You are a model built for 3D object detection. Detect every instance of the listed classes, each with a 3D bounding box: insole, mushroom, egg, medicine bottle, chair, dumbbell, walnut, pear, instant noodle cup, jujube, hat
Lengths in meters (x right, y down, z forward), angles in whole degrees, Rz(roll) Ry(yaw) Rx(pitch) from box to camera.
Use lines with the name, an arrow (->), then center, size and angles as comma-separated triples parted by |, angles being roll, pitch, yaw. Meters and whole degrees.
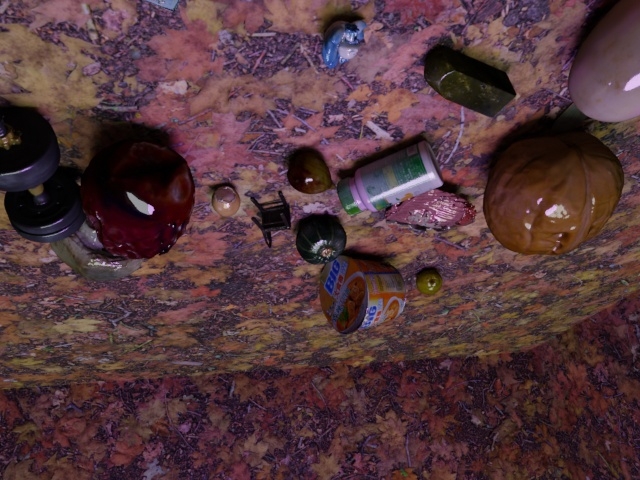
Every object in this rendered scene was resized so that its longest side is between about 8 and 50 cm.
insole -> 0.705, -0.387, 1.322 | 0.119, 0.009, 0.348 | 0, 150, -18
mushroom -> -0.643, 0.035, 1.526 | 0.267, 0.164, 0.190 | 16, 142, -39
egg -> -0.262, -0.105, 1.471 | 0.080, 0.080, 0.096 | -3, 151, -11
medicine bottle -> 0.185, -0.162, 1.449 | 0.274, 0.133, 0.133 | -20, 150, 21
chair -> -0.134, -0.054, 1.604 | 0.102, 0.084, 0.212 | -9, 152, 8
dumbbell -> -0.652, -0.137, 1.188 | 0.185, 0.185, 0.388 | -4, 151, -10
walnut -> 0.639, -0.121, 1.472 | 0.354, 0.307, 0.397 | -7, 150, 5
pear -> 0.446, 0.171, 2.171 | 0.107, 0.107, 0.131 | -10, 163, 1
instant noodle cup -> 0.163, 0.194, 1.964 | 0.214, 0.296, 0.296 | -1, 152, -35
jujube -> -0.440, -0.093, 1.284 | 0.259, 0.258, 0.377 | 1, 162, -18
hat -> 0.365, -0.088, 1.664 | 0.287, 0.107, 0.237 | 7, 158, -19

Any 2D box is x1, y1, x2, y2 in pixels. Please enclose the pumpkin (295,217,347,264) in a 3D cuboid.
pumpkin -> 0.000, 0.002, 1.699 | 0.167, 0.125, 0.167 | -23, 142, -19

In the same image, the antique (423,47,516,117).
antique -> 0.329, -0.358, 1.190 | 0.221, 0.081, 0.080 | 10, 144, -30

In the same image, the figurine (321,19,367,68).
figurine -> 0.041, -0.384, 1.053 | 0.114, 0.079, 0.114 | -51, 169, -15

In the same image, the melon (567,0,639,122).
melon -> 0.664, -0.385, 1.091 | 0.223, 0.223, 0.317 | 3, 146, -21

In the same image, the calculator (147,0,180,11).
calculator -> -0.324, -0.442, 0.905 | 0.172, 0.018, 0.057 | 10, 144, -30

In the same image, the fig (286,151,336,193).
fig -> -0.014, -0.169, 1.407 | 0.155, 0.103, 0.109 | 19, 164, -29
